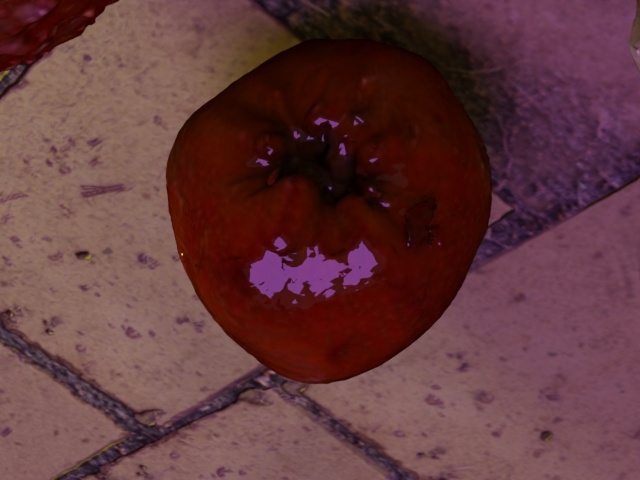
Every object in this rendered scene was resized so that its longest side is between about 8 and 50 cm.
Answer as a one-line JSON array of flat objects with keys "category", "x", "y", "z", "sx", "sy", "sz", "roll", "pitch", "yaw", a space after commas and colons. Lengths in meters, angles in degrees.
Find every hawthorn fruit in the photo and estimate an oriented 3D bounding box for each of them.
[{"category": "hawthorn fruit", "x": 0.000, "y": 0.000, "z": 1.168, "sx": 0.211, "sy": 0.211, "sz": 0.299, "roll": 16, "pitch": 149, "yaw": 5}]

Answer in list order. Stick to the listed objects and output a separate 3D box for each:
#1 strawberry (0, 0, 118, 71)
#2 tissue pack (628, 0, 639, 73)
[{"category": "strawberry", "x": -0.160, "y": -0.226, "z": 0.920, "sx": 0.351, "sy": 0.312, "sz": 0.267, "roll": -17, "pitch": 151, "yaw": 13}, {"category": "tissue pack", "x": 0.285, "y": -0.080, "z": 1.038, "sx": 0.148, "sy": 0.092, "sz": 0.196, "roll": -8, "pitch": 132, "yaw": 30}]
